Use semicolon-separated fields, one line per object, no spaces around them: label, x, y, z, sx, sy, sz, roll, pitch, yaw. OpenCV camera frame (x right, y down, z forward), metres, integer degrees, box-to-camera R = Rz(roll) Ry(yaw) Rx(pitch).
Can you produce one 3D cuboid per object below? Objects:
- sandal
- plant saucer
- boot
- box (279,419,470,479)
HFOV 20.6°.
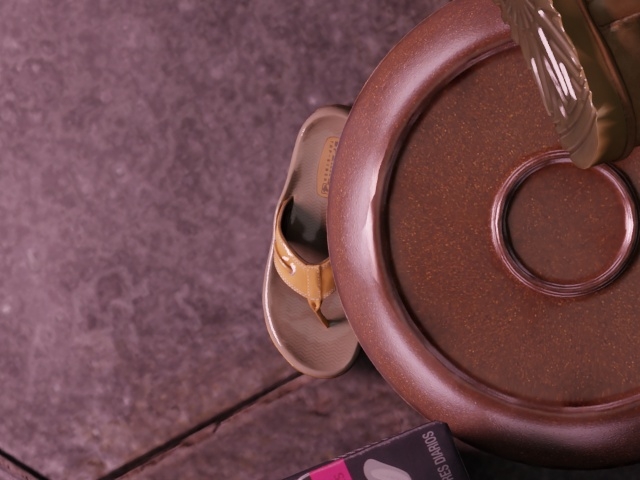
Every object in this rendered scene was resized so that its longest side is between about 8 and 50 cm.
sandal;0.000;0.000;1.145;0.072;0.049;0.180;7;92;7
plant saucer;0.150;-0.011;1.063;0.310;0.050;0.311;1;93;12
boot;0.233;-0.172;1.009;0.269;0.089;0.236;-17;82;-15
box;-0.027;0.236;1.064;0.270;0.143;0.165;-22;82;-11
